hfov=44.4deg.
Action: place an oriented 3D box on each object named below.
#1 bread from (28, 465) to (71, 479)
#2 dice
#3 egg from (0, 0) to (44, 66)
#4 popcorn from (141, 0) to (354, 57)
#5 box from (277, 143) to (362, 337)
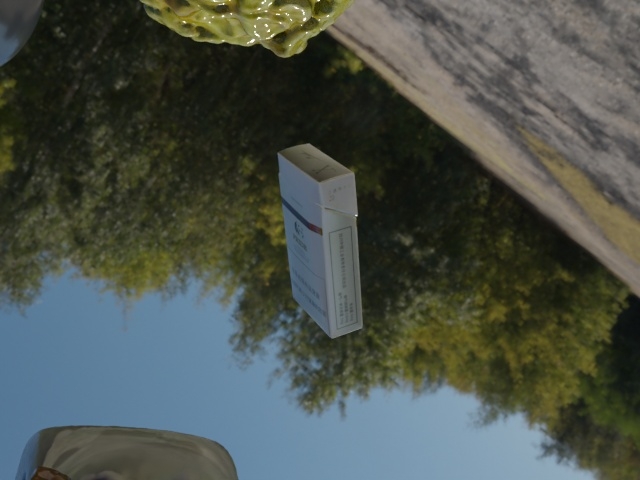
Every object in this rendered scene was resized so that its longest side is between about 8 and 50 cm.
[{"bbox_3d":[-0.206,0.223,0.418,0.194,0.179,0.340,-2,158,-17],"label":"bread"},{"bbox_3d":[-0.186,0.277,0.719,0.194,0.192,0.193,11,157,-24],"label":"dice"},{"bbox_3d":[-0.260,-0.208,0.470,0.232,0.176,0.176,55,-176,-14],"label":"egg"},{"bbox_3d":[-0.075,-0.314,0.779,0.258,0.270,0.224,58,-163,26],"label":"popcorn"},{"bbox_3d":[0.000,0.000,0.700,0.040,0.155,0.084,-15,-150,-20],"label":"box"}]
